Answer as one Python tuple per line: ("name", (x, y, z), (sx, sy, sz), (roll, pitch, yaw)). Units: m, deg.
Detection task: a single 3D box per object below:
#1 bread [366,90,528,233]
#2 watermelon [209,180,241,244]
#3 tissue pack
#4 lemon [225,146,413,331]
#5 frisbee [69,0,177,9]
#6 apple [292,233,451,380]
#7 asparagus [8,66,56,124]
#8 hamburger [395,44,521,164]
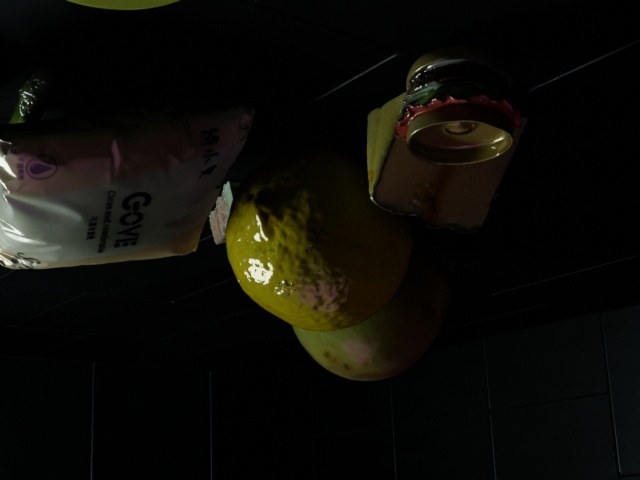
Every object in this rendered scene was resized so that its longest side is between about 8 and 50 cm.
("bread", (0.198, -0.116, 1.562), (0.240, 0.178, 0.135), (10, 161, -32))
("watermelon", (-0.145, -0.045, 1.962), (0.154, 0.095, 0.241), (-4, 169, -31))
("tissue pack", (-0.317, -0.095, 1.509), (0.389, 0.195, 0.375), (-9, 159, -22))
("lemon", (0.000, -0.001, 1.703), (0.335, 0.336, 0.336), (-2, 164, -1))
("frisbee", (-0.224, -0.310, 1.108), (0.235, 0.017, 0.236), (-3, 164, -1))
("apple", (0.084, 0.113, 2.094), (0.305, 0.339, 0.338), (31, 147, -35))
("asparagus", (-0.410, -0.195, 1.444), (0.045, 0.041, 0.178), (-3, 165, -26))
("hamburger", (0.187, -0.189, 1.371), (0.175, 0.137, 0.175), (1, 161, 1))
